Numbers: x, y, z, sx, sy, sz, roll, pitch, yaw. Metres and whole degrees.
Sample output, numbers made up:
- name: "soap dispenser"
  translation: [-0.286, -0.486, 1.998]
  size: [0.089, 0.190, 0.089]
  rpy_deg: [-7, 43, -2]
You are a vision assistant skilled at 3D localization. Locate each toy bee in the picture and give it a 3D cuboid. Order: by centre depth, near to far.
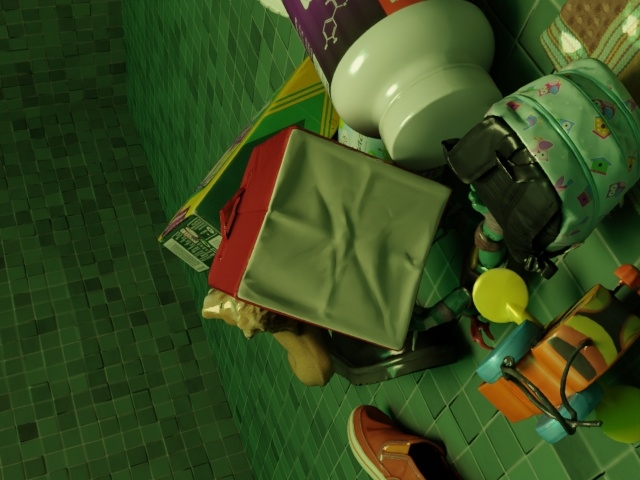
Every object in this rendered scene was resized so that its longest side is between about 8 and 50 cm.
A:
- name: "toy bee"
  translation: [0.237, 0.104, 0.663]
  size: [0.195, 0.162, 0.298]
  rpy_deg: [47, 175, -8]

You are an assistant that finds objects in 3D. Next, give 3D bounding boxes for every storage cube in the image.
- name: "storage cube"
  translation: [0.000, 0.000, 0.810]
  size: [0.193, 0.215, 0.184]
  rpy_deg: [-178, 108, -74]

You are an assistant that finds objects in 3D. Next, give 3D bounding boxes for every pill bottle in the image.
- name: "pill bottle"
  translation: [0.069, -0.240, 0.801]
  size: [0.181, 0.181, 0.323]
  rpy_deg: [109, 143, -55]

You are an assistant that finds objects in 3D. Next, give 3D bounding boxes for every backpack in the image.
- name: "backpack"
  translation: [0.181, -0.065, 0.591]
  size: [0.152, 0.115, 0.182]
  rpy_deg: [51, 178, 12]

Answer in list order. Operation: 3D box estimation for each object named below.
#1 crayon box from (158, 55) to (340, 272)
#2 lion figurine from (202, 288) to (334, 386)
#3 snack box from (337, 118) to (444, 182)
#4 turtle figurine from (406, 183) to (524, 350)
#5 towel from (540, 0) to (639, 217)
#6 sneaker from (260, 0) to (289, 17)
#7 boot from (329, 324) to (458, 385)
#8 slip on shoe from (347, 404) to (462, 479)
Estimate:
- name: "crayon box"
  translation: [-0.105, -0.111, 1.172]
  size: [0.106, 0.313, 0.363]
  rpy_deg: [39, 163, -12]
- name: "lion figurine"
  translation: [-0.048, 0.144, 1.242]
  size: [0.392, 0.142, 0.240]
  rpy_deg: [49, -172, -36]
- name: "snack box"
  translation: [0.087, -0.099, 0.998]
  size: [0.207, 0.070, 0.174]
  rpy_deg: [99, 149, -44]
- name: "turtle figurine"
  translation: [0.166, 0.018, 0.799]
  size: [0.175, 0.118, 0.234]
  rpy_deg: [-75, 0, -45]
- name: "towel"
  translation: [0.295, -0.087, 0.502]
  size: [0.271, 0.040, 0.370]
  rpy_deg: [115, 138, -58]
- name: "sneaker"
  translation: [-0.056, -0.459, 1.115]
  size: [0.297, 0.111, 0.129]
  rpy_deg: [68, 152, 21]
- name: "boot"
  translation: [0.061, 0.069, 1.078]
  size: [0.348, 0.131, 0.260]
  rpy_deg: [164, 93, -70]
- name: "slip on shoe"
  translation: [0.138, 0.334, 1.095]
  size: [0.101, 0.123, 0.331]
  rpy_deg: [-64, 25, 8]
